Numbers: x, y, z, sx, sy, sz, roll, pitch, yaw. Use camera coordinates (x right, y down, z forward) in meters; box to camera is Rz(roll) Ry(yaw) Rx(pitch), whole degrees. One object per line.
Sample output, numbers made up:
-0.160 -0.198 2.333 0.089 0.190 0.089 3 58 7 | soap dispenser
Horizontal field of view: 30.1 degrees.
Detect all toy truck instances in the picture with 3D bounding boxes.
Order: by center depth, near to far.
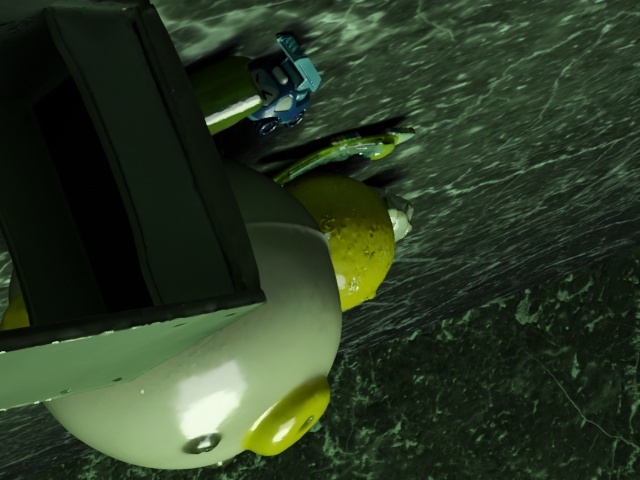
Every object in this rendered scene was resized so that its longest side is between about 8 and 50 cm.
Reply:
-0.033 -0.143 1.051 0.073 0.056 0.090 -20 156 -42 | toy truck

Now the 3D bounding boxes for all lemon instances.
0.000 0.000 1.441 0.173 0.173 0.206 -30 142 34 | lemon

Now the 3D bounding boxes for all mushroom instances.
0.050 -0.008 1.691 0.099 0.096 0.278 28 155 -9 | mushroom

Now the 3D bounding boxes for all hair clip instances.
0.017 -0.097 1.369 0.188 0.033 0.060 -20 170 -22 | hair clip

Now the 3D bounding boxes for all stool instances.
-0.211 -0.024 0.787 0.170 0.243 0.270 -32 165 38 | stool

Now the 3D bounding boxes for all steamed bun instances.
-0.140 0.072 1.185 0.334 0.334 0.374 -21 162 -4 | steamed bun

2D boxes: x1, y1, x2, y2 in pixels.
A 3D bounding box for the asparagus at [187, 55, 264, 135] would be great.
-0.178 -0.085 1.030 0.278 0.060 0.067 -22 142 3 | asparagus
